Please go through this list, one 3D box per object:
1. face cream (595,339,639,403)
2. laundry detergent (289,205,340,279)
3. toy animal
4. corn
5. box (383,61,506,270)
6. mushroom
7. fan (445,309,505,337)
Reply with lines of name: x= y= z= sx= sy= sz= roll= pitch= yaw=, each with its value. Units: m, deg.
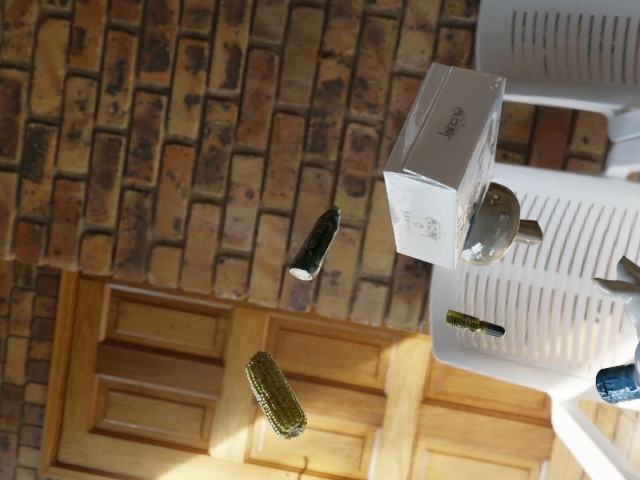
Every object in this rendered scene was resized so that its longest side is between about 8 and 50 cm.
face cream: x=0.565 y=0.193 z=0.886 sx=0.080 sy=0.163 sz=0.336 roll=-37 pitch=0 yaw=-34
laundry detergent: x=0.000 y=0.000 z=1.551 sx=0.211 sy=0.063 sz=0.137 roll=-60 pitch=13 yaw=-16
toy animal: x=0.897 y=0.164 z=1.509 sx=0.196 sy=0.367 sz=0.242 roll=-17 pitch=-63 yaw=-35
corn: x=-0.116 y=0.399 z=1.536 sx=0.244 sy=0.093 sz=0.093 roll=54 pitch=149 yaw=40
box: x=0.198 y=-0.105 z=0.942 sx=0.203 sy=0.116 sz=0.274 roll=-64 pitch=-21 yaw=-20
mushroom: x=0.425 y=-0.033 z=1.436 sx=0.207 sy=0.215 sz=0.208 roll=-170 pitch=90 yaw=-80
fan: x=0.382 y=0.209 z=1.464 sx=0.082 sy=0.154 sz=0.039 roll=171 pitch=115 yaw=-80
